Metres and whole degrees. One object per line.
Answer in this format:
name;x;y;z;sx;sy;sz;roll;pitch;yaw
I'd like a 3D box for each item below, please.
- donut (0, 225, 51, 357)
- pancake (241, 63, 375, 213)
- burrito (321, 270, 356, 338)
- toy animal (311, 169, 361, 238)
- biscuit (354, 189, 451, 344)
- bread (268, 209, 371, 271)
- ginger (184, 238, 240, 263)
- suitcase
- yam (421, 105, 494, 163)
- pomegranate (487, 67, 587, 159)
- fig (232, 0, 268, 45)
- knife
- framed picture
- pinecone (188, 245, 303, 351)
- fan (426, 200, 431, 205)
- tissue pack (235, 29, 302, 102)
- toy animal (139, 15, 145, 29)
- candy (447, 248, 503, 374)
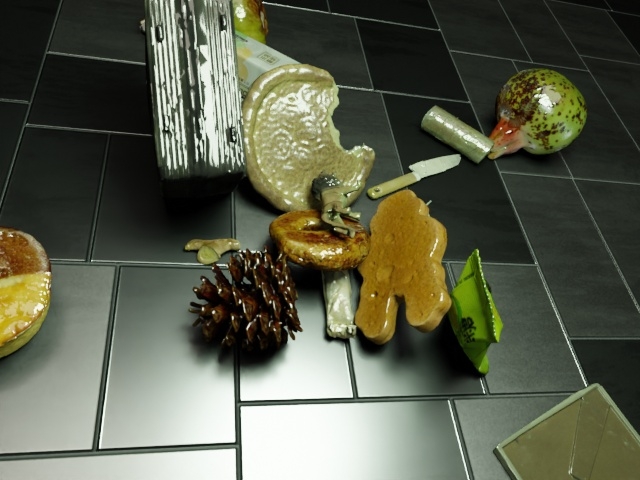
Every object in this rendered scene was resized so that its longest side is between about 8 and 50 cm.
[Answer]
donut;-0.457;0.082;0.773;0.141;0.085;0.217;0;55;-17
pancake;-0.020;-0.184;1.026;0.286;0.033;0.288;6;94;-21
burrito;0.030;0.093;0.938;0.051;0.042;0.171;0;56;-7
toy animal;0.039;-0.058;0.941;0.086;0.069;0.219;-9;29;-6
biscuit;0.141;0.037;0.939;0.044;0.186;0.295;40;45;-37
bread;0.000;0.000;0.949;0.193;0.063;0.193;7;24;-3
ginger;-0.185;0.015;0.938;0.097;0.030;0.048;-1;53;-15
suitcase;-0.223;-0.246;0.922;0.152;0.229;0.334;-4;88;-14
yam;0.320;-0.248;1.264;0.169;0.068;0.068;36;52;10
pomegranate;0.488;-0.283;1.284;0.248;0.214;0.214;-39;67;5
fig;-0.209;-0.497;1.226;0.191;0.181;0.181;14;51;-8
knife;0.214;-0.150;1.191;0.298;0.017;0.047;-23;56;-29
framed picture;0.422;0.357;0.862;0.260;0.023;0.189;-18;61;-28
pinecone;-0.117;0.094;0.825;0.165;0.163;0.162;-12;57;-5
fan;0.211;-0.056;1.127;0.080;0.003;0.060;-10;58;-23
tissue pack;-0.138;-0.299;1.098;0.230;0.159;0.145;29;39;5
toy animal;-0.349;-0.521;1.260;0.150;0.089;0.083;-33;50;-18
candy;0.239;0.120;0.859;0.069;0.246;0.149;-12;63;-1
